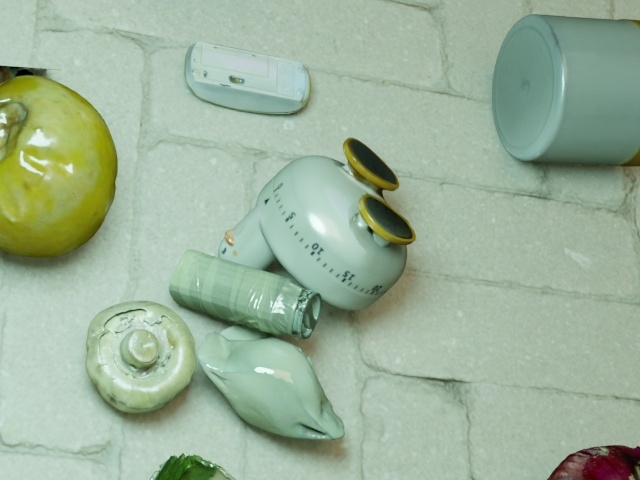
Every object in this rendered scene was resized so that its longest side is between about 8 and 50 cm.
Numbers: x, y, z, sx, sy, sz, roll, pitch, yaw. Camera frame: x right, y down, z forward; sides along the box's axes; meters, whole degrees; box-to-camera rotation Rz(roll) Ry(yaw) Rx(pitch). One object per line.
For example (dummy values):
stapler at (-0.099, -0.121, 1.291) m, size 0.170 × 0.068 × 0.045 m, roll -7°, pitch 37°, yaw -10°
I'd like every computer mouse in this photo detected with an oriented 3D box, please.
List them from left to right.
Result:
computer mouse at (-0.112, -0.248, 1.987) m, size 0.199 × 0.045 × 0.102 m, roll 8°, pitch 63°, yaw -18°

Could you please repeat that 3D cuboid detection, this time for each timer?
timer at (0.000, 0.000, 1.842) m, size 0.233 × 0.240 × 0.233 m, roll 38°, pitch 26°, yaw -22°

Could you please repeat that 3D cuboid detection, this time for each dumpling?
dumpling at (-0.060, 0.189, 1.760) m, size 0.229 × 0.124 × 0.151 m, roll 38°, pitch 21°, yaw -4°

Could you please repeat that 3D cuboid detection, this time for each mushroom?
mushroom at (-0.236, 0.147, 1.697) m, size 0.154 × 0.122 × 0.154 m, roll 4°, pitch 67°, yaw -10°

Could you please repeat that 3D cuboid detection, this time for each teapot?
teapot at (-0.097, 0.084, 1.775) m, size 0.200 × 0.107 × 0.077 m, roll 16°, pitch 65°, yaw 21°

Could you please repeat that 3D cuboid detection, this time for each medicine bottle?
medicine bottle at (0.425, -0.240, 2.084) m, size 0.232 × 0.238 × 0.237 m, roll 1°, pitch 65°, yaw -19°

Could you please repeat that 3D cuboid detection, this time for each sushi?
sushi at (-0.453, -0.220, 1.773) m, size 0.193 × 0.210 × 0.040 m, roll 1°, pitch 97°, yaw -21°

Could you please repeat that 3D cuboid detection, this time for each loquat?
loquat at (-0.370, -0.091, 1.702) m, size 0.244 × 0.244 × 0.243 m, roll 9°, pitch 62°, yaw -17°

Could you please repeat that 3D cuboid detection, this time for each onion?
onion at (0.399, 0.402, 1.783) m, size 0.246 × 0.190 × 0.246 m, roll 2°, pitch 85°, yaw -24°

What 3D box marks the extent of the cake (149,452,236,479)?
cake at (-0.125, 0.315, 1.575) m, size 0.158 × 0.283 × 0.172 m, roll 31°, pitch 41°, yaw -5°
